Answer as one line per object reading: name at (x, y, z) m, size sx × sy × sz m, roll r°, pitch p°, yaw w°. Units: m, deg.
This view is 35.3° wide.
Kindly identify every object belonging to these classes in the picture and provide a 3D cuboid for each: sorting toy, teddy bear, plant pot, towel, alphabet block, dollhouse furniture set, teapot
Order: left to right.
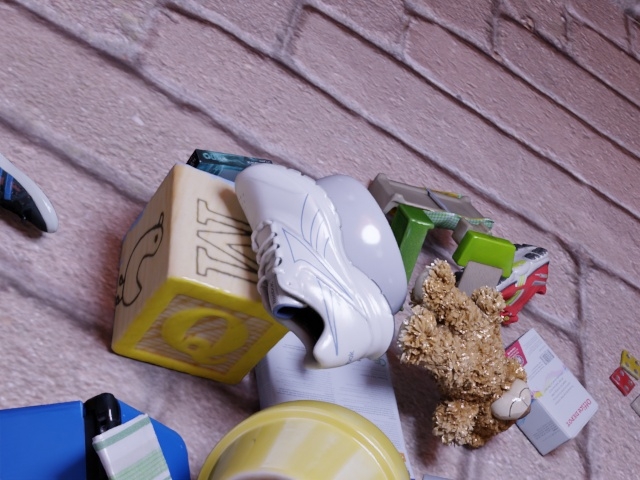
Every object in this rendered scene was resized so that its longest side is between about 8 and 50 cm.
towel at (-0.197, 0.274, 1.104) m, size 0.152 × 0.023 × 0.113 m, roll 69°, pitch 18°, yaw 3°
alphabet block at (-0.152, 0.049, 1.354) m, size 0.194 × 0.192 × 0.197 m, roll 19°, pitch 44°, yaw -24°
plant pot at (-0.033, 0.313, 1.100) m, size 0.254 × 0.254 × 0.239 m, roll 50°, pitch 7°, yaw 8°
teapot at (-0.003, 0.031, 1.495) m, size 0.187 × 0.256 × 0.252 m, roll -22°, pitch 93°, yaw -13°
dollhouse furniture set at (0.185, 0.010, 1.730) m, size 0.198 × 0.151 × 0.301 m, roll 14°, pitch 16°, yaw -14°
teddy bear at (0.222, 0.178, 1.494) m, size 0.245 × 0.113 × 0.338 m, roll -53°, pitch 125°, yaw -48°
sorting toy at (0.662, 0.321, 1.903) m, size 0.132 × 0.046 × 0.274 m, roll -24°, pitch 72°, yaw -49°

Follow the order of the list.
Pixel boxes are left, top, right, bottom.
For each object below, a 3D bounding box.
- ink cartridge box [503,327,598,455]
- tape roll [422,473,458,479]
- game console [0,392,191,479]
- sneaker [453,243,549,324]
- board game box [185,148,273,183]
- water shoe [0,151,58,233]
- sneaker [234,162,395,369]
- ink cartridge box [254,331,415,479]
ink cartridge box at (0.366, 0.253, 1.693) m, size 0.175 × 0.072 × 0.127 m, roll 51°, pitch 39°, yaw 10°
tape roll at (0.139, 0.392, 1.190) m, size 0.072 × 0.219 × 0.219 m, roll 10°, pitch 42°, yaw 7°
game console at (-0.270, 0.338, 1.124) m, size 0.250 × 0.173 × 0.293 m, roll 46°, pitch 26°, yaw -51°
sneaker at (0.313, 0.099, 1.771) m, size 0.279 × 0.107 × 0.118 m, roll -22°, pitch 113°, yaw -34°
board game box at (-0.162, -0.055, 1.438) m, size 0.126 × 0.186 × 0.026 m, roll 6°, pitch 50°, yaw -37°
water shoe at (-0.437, -0.070, 1.332) m, size 0.203 × 0.073 × 0.080 m, roll 44°, pitch 66°, yaw 1°
sneaker at (-0.027, 0.027, 1.250) m, size 0.129 × 0.111 × 0.297 m, roll -18°, pitch 67°, yaw -41°
ink cartridge box at (0.016, 0.241, 1.432) m, size 0.223 × 0.045 × 0.223 m, roll 15°, pitch 46°, yaw -30°
